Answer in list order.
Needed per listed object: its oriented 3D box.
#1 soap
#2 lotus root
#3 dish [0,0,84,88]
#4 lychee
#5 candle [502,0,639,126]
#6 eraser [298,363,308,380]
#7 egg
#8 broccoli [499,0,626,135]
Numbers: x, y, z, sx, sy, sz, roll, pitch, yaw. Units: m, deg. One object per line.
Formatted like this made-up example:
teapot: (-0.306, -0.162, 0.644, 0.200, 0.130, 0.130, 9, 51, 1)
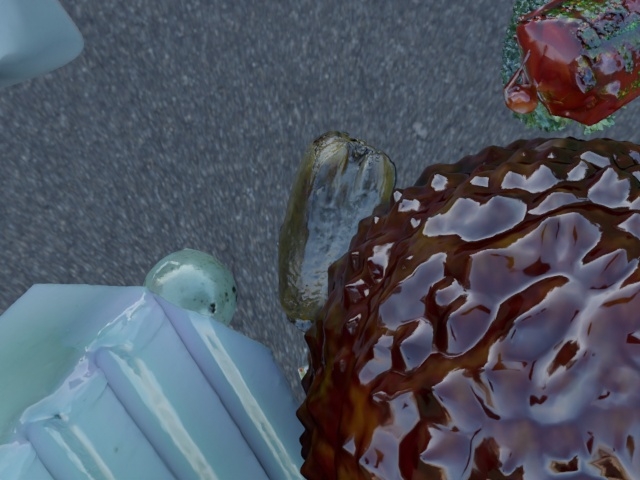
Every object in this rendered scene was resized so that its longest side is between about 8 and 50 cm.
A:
soap: (-0.124, 0.238, 0.756, 0.156, 0.446, 0.261, 0, 40, 38)
lotus root: (0.000, 0.001, 1.310, 0.167, 0.078, 0.329, 22, 114, 19)
dish: (-0.276, -0.144, 0.539, 0.212, 0.151, 0.077, -6, 41, 23)
lychee: (0.197, 0.106, 0.683, 0.424, 0.424, 0.500, 24, 94, 7)
candle: (0.118, -0.082, 0.332, 0.131, 0.052, 0.052, -31, 76, -23)
eraser: (0.073, 0.284, 1.392, 0.157, 0.038, 0.230, -20, 90, -27)
egg: (-0.181, 0.079, 1.173, 0.131, 0.164, 0.131, 4, 78, -20)
broccoli: (0.415, -0.274, 1.349, 0.302, 0.375, 0.249, 38, 62, 5)
